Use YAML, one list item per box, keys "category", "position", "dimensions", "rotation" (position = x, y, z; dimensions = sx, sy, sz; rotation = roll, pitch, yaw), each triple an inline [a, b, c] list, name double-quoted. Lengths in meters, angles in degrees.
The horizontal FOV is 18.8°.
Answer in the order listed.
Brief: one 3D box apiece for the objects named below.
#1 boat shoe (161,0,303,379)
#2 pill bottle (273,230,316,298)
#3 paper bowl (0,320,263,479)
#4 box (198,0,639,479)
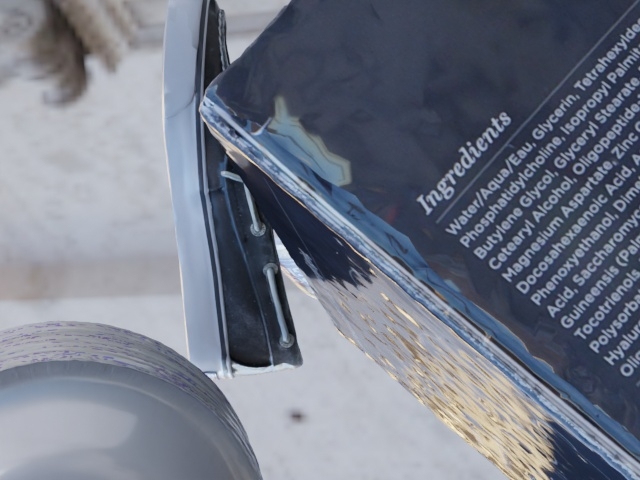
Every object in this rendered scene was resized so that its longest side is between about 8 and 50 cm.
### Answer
- category: "boat shoe"
  position: [-0.061, -0.046, 1.479]
  dimensions: [0.113, 0.104, 0.306]
  rotation: [-55, -40, -88]
- category: "pill bottle"
  position: [0.000, 0.000, 1.826]
  dimensions: [0.169, 0.094, 0.094]
  rotation: [46, -133, -51]
- category: "paper bowl"
  position: [-0.173, 0.208, 1.312]
  dimensions: [0.148, 0.284, 0.284]
  rotation: [-120, 18, -73]
- category: "box"
  position: [0.224, 0.034, 1.281]
  dimensions: [0.297, 0.471, 0.480]
  rotation: [-49, -20, -7]
